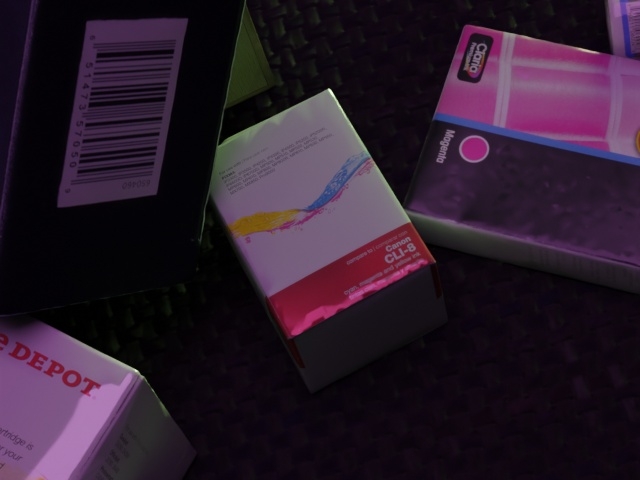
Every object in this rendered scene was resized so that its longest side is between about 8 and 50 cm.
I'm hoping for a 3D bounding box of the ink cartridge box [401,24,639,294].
[{"bbox_3d":[0.264,-0.046,1.517,0.371,0.069,0.175,15,70,13],"label":"ink cartridge box"}]

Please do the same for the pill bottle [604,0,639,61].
[{"bbox_3d":[0.301,-0.184,1.560,0.137,0.078,0.078,-7,65,6],"label":"pill bottle"}]

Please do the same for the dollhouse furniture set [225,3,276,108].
[{"bbox_3d":[-0.141,-0.240,1.614,0.212,0.161,0.242,-26,65,-2],"label":"dollhouse furniture set"}]

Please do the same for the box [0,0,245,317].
[{"bbox_3d":[-0.273,-0.156,1.452,0.395,0.212,0.293,26,113,35],"label":"box"}]

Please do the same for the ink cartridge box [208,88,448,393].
[{"bbox_3d":[0.000,0.000,1.502,0.127,0.128,0.176,-28,65,-4],"label":"ink cartridge box"}]

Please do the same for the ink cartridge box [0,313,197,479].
[{"bbox_3d":[-0.255,0.198,1.419,0.198,0.197,0.270,25,73,19],"label":"ink cartridge box"}]
